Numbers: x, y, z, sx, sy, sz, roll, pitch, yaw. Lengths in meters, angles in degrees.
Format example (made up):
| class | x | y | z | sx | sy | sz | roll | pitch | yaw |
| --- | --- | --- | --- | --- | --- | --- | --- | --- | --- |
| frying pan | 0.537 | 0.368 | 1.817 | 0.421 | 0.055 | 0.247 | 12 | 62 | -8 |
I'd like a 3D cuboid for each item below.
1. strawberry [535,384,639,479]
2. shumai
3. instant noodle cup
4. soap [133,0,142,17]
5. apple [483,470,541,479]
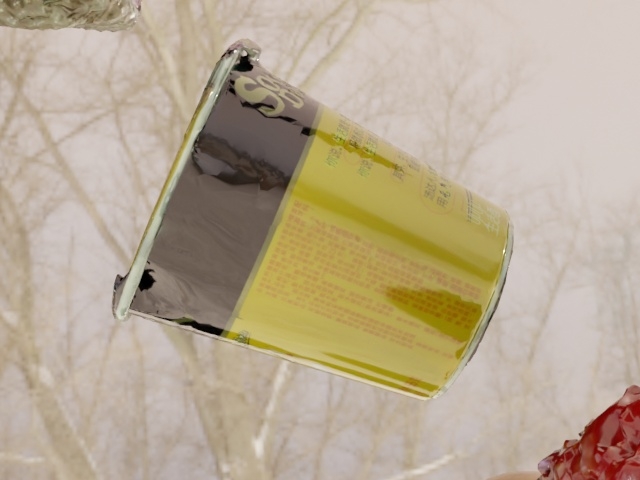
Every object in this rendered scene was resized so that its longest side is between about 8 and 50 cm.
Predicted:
| class | x | y | z | sx | sy | sz | roll | pitch | yaw |
| --- | --- | --- | --- | --- | --- | --- | --- | --- | --- |
| strawberry | 0.184 | 0.163 | 0.475 | 0.234 | 0.234 | 0.178 | -15 | 2 | 25 |
| shumai | -0.238 | -0.258 | 0.971 | 0.184 | 0.142 | 0.184 | 5 | 14 | -1 |
| instant noodle cup | 0.000 | 0.000 | 0.782 | 0.236 | 0.216 | 0.215 | 23 | -23 | -5 |
| soap | -0.260 | -0.356 | 1.193 | 0.081 | 0.181 | 0.259 | -7 | -5 | 3 |
| apple | 0.232 | 0.368 | 1.185 | 0.242 | 0.242 | 0.241 | -12 | -16 | 17 |
